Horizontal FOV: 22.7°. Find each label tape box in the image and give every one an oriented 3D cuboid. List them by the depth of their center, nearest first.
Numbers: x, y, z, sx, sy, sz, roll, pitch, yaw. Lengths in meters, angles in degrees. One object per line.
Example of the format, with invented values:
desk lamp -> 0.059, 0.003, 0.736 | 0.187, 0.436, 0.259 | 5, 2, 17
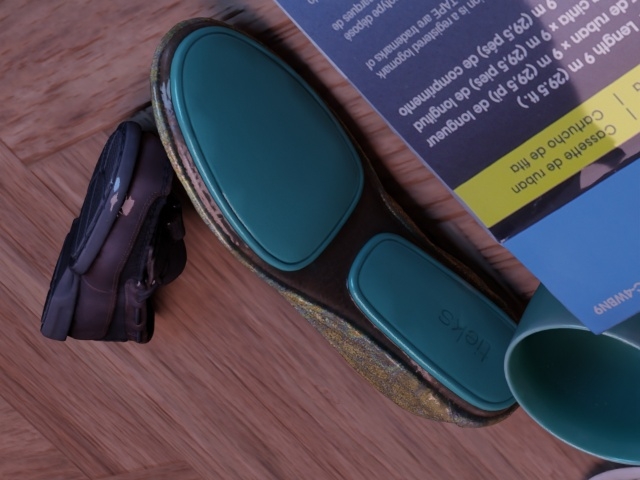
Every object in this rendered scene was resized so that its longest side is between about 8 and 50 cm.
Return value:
label tape box -> 0.113, -0.154, 0.726 | 0.347, 0.115, 0.249 | 45, 131, -11

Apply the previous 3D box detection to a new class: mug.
mug -> 0.201, 0.072, 1.005 | 0.158, 0.097, 0.129 | 47, 142, -21

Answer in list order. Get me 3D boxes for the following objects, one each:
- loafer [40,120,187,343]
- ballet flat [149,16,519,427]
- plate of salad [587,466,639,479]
loafer -> -0.139, 0.003, 1.195 | 0.095, 0.109, 0.302 | 17, 153, -12
ballet flat -> 0.000, 0.000, 1.066 | 0.348, 0.123, 0.123 | 44, 143, -17
plate of salad -> 0.279, 0.241, 1.192 | 0.200, 0.048, 0.200 | 20, 142, 16
